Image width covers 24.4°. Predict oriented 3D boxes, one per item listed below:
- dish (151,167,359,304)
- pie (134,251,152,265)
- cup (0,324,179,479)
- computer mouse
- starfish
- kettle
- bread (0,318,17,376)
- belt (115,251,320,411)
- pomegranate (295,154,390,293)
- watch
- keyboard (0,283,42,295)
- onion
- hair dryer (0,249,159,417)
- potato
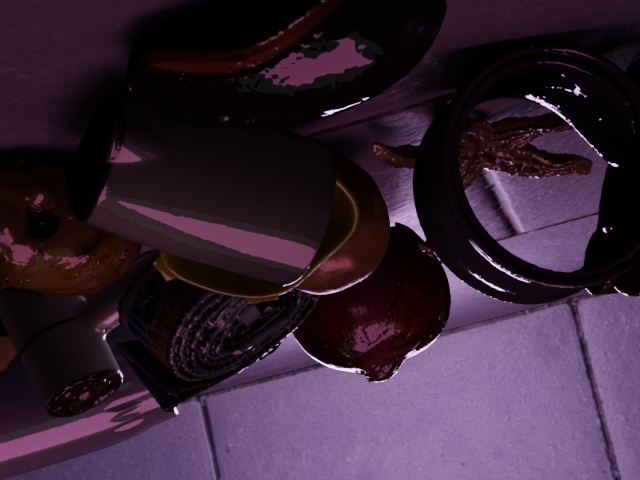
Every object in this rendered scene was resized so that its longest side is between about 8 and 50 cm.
[{"bbox_3d":[-0.082,-0.047,1.793,0.221,0.108,0.262,18,134,-22],"label":"dish"},{"bbox_3d":[-0.260,0.034,2.294,0.084,0.020,0.084,-14,167,-3],"label":"pie"},{"bbox_3d":[-0.445,0.256,2.550,0.371,0.253,0.253,-14,167,-1],"label":"cup"},{"bbox_3d":[-0.033,-0.173,1.410,0.323,0.116,0.183,-17,162,20],"label":"computer mouse"},{"bbox_3d":[0.215,-0.105,1.983,0.375,0.094,0.327,-3,147,-24],"label":"starfish"},{"bbox_3d":[-0.140,-0.052,1.598,0.255,0.165,0.240,13,163,-20],"label":"kettle"},{"bbox_3d":[-0.578,0.159,2.286,0.212,0.142,0.224,-34,160,21],"label":"bread"},{"bbox_3d":[-0.135,0.087,2.080,0.295,0.160,0.207,-32,142,-21],"label":"belt"},{"bbox_3d":[0.000,-0.018,1.940,0.191,0.191,0.191,-12,167,-3],"label":"pomegranate"},{"bbox_3d":[0.282,-0.095,1.741,0.327,0.335,0.314,9,169,-10],"label":"watch"},{"bbox_3d":[-0.471,0.035,1.912,0.250,0.017,0.087,13,158,-19],"label":"keyboard"},{"bbox_3d":[0.081,0.101,2.407,0.276,0.276,0.276,-12,167,-3],"label":"onion"},{"bbox_3d":[-0.296,0.084,2.184,0.362,0.203,0.128,-36,157,12],"label":"hair dryer"},{"bbox_3d":[-0.313,-0.010,1.763,0.173,0.140,0.300,-21,161,14],"label":"potato"}]
